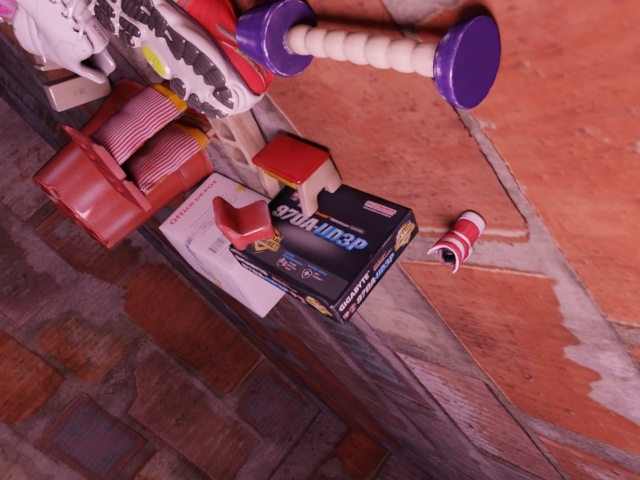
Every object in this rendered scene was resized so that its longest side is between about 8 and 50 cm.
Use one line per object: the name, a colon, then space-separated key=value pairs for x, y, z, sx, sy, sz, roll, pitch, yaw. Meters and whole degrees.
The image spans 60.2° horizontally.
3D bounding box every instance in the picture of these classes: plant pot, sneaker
plant pot: x=-0.411 y=-0.142 z=1.131 sx=0.272 sy=0.265 sz=0.272 roll=36 pitch=160 yaw=16
sneaker: x=0.159 y=0.015 z=0.678 sx=0.042 sy=0.067 sz=0.118 roll=37 pitch=160 yaw=16
sneaker: x=-0.164 y=-0.262 z=0.628 sx=0.279 sy=0.118 sz=0.107 roll=51 pitch=139 yaw=-5
sneaker: x=-0.318 y=-0.300 z=0.669 sx=0.129 sy=0.111 sz=0.297 roll=33 pitch=166 yaw=-1

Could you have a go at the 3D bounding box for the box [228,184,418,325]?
box: x=0.000 y=0.000 z=0.786 sx=0.220 sy=0.175 sz=0.051 roll=26 pitch=156 yaw=39

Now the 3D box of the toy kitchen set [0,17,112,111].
toy kitchen set: x=-0.551 y=-0.395 z=1.136 sx=0.166 sy=0.122 sz=0.207 roll=25 pitch=135 yaw=41

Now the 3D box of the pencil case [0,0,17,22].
pencil case: x=-0.459 y=-0.385 z=0.791 sx=0.124 sy=0.124 sz=0.284 roll=39 pitch=-178 yaw=7

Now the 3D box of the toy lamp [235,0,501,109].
toy lamp: x=0.022 y=-0.180 z=0.507 sx=0.275 sy=0.080 sz=0.080 roll=23 pitch=154 yaw=40

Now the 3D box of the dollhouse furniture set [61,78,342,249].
dollhouse furniture set: x=-0.183 y=-0.128 z=0.821 sx=0.374 sy=0.201 sz=0.152 roll=28 pitch=157 yaw=36

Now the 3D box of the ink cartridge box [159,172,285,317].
ink cartridge box: x=-0.167 y=0.004 z=1.122 sx=0.233 sy=0.171 sz=0.168 roll=28 pitch=157 yaw=35
